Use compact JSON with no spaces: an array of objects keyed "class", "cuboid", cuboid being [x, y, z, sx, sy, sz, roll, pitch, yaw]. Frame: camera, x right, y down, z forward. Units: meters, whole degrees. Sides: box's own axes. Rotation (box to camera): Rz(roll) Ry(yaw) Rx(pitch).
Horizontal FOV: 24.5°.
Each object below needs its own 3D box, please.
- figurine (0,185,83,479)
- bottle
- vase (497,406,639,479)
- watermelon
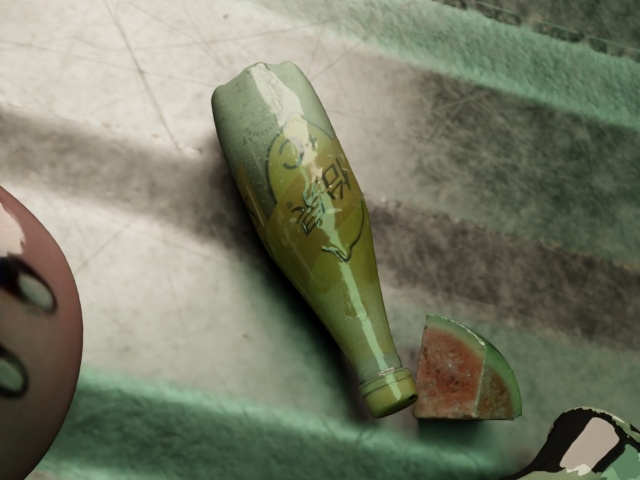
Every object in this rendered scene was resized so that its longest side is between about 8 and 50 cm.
[{"class":"figurine","cuboid":[-0.256,0.063,0.871,0.211,0.261,0.270,39,52,-32]},{"class":"bottle","cuboid":[0.000,0.000,1.057,0.083,0.083,0.270,-15,72,-26]},{"class":"vase","cuboid":[0.074,0.238,0.934,0.360,0.165,0.165,-29,77,-34]},{"class":"watermelon","cuboid":[0.096,0.095,1.042,0.092,0.084,0.072,55,49,-12]}]
